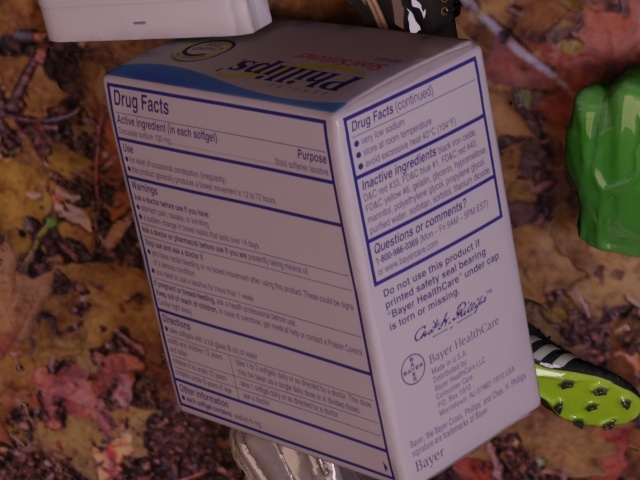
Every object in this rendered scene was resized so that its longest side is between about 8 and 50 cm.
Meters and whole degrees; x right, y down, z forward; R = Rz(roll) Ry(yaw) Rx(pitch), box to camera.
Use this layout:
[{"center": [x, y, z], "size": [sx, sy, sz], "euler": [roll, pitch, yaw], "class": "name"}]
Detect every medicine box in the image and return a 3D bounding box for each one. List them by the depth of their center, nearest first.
[{"center": [0.000, 0.000, 1.415], "size": [0.263, 0.149, 0.289], "euler": [14, 122, 47], "class": "medicine box"}]

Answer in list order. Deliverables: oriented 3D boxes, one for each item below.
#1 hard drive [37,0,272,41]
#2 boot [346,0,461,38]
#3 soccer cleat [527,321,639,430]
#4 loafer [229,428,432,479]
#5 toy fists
[{"center": [-0.157, -0.298, 1.421], "size": [0.203, 0.040, 0.308], "euler": [2, 116, 35], "class": "hard drive"}, {"center": [0.096, -0.187, 1.411], "size": [0.137, 0.077, 0.198], "euler": [-33, 102, 21], "class": "boot"}, {"center": [0.173, 0.096, 1.523], "size": [0.179, 0.072, 0.060], "euler": [19, 132, -16], "class": "soccer cleat"}, {"center": [0.055, 0.244, 1.594], "size": [0.111, 0.112, 0.319], "euler": [-33, 101, 35], "class": "loafer"}, {"center": [0.316, -0.060, 1.392], "size": [0.279, 0.096, 0.142], "euler": [8, 126, 11], "class": "toy fists"}]
